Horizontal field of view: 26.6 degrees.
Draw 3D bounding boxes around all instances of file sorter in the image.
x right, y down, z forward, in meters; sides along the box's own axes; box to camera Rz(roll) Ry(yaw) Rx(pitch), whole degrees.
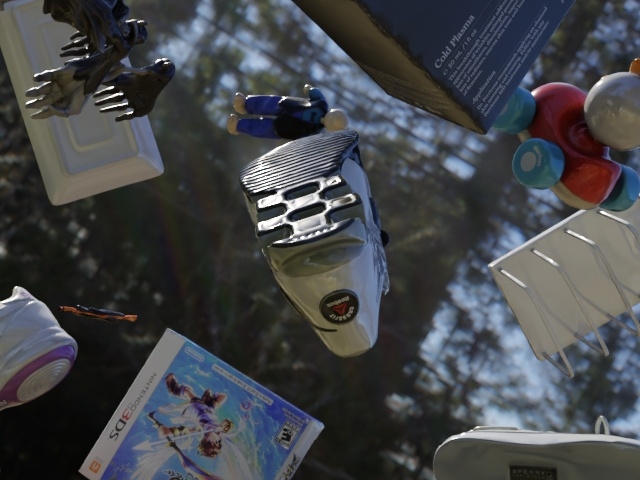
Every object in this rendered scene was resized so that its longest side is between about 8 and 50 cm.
[{"bbox_3d":[0.455,0.068,2.197,0.193,0.278,0.173,61,-3,-15],"label":"file sorter"}]

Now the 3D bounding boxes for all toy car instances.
[{"bbox_3d":[0.412,-0.186,1.980,0.219,0.238,0.210,13,44,-39],"label":"toy car"}]

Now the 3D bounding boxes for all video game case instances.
[{"bbox_3d":[-0.171,0.294,1.914,0.269,0.244,0.061,29,-5,25],"label":"video game case"}]

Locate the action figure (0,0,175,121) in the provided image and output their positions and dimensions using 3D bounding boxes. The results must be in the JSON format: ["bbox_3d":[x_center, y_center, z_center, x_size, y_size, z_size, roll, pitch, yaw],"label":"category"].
[{"bbox_3d":[-0.220,-0.184,1.155,0.164,0.141,0.275,60,1,17],"label":"action figure"}]

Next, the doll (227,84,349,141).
[{"bbox_3d":[-0.044,-0.177,2.024,0.189,0.129,0.046,5,-22,25],"label":"doll"}]

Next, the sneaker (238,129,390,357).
[{"bbox_3d":[0.000,0.000,1.259,0.330,0.122,0.146,-90,162,-66],"label":"sneaker"}]

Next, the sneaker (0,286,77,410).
[{"bbox_3d":[-0.449,0.163,1.611,0.152,0.305,0.114,52,-23,26],"label":"sneaker"}]

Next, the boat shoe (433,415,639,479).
[{"bbox_3d":[0.351,0.316,1.870,0.367,0.136,0.156,1,9,23],"label":"boat shoe"}]

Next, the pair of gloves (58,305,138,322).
[{"bbox_3d":[-0.261,0.087,1.584,0.074,0.010,0.083,13,-10,-30],"label":"pair of gloves"}]

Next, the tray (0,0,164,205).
[{"bbox_3d":[-0.297,-0.190,1.644,0.030,0.145,0.270,150,-78,-77],"label":"tray"}]

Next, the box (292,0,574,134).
[{"bbox_3d":[0.143,-0.353,1.503,0.179,0.343,0.312,30,-6,43],"label":"box"}]
